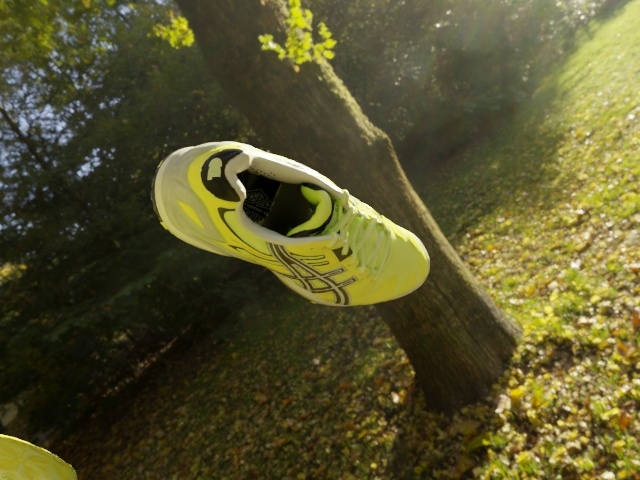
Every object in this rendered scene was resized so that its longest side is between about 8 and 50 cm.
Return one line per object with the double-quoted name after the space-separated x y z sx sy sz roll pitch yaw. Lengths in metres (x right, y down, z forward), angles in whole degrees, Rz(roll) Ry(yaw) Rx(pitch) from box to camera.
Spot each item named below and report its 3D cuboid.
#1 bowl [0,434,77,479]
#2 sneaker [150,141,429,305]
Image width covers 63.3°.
-0.334 0.232 0.345 0.289 0.156 0.289 -37 16 13 "bowl"
0.000 0.000 0.615 0.147 0.385 0.145 0 75 55 "sneaker"
